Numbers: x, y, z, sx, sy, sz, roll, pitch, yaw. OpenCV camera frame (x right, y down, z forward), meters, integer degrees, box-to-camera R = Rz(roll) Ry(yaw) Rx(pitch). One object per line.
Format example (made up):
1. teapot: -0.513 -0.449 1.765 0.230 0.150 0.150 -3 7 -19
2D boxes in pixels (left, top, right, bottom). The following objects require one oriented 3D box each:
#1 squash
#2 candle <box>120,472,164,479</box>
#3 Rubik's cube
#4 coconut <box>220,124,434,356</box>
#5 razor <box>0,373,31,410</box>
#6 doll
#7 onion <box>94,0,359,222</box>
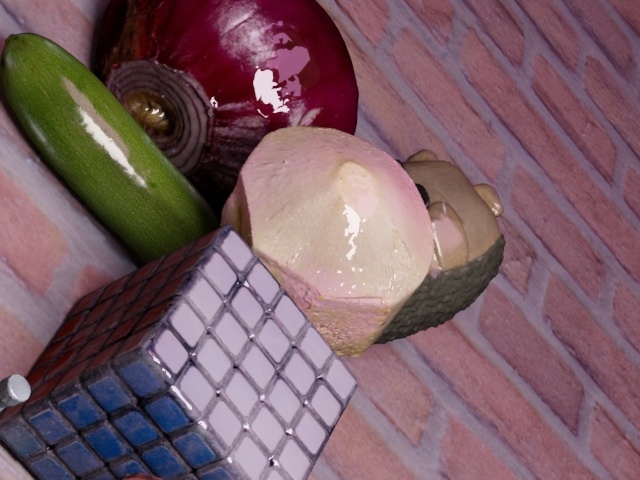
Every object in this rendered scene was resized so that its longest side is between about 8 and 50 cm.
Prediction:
1. squash: -0.219 -0.072 1.971 0.395 0.107 0.107 50 37 -21
2. candle: -0.126 0.379 1.659 0.131 0.287 0.317 -36 101 -50
3. Rubik's cube: -0.143 0.168 1.803 0.237 0.237 0.238 53 37 -17
4. coconut: 0.000 0.000 1.910 0.233 0.245 0.233 6 59 -10
5. razor: -0.339 0.168 1.550 0.068 0.232 0.106 10 62 -53
6. doll: 0.076 0.010 2.202 0.349 0.247 0.247 -30 93 -42
7. onion: -0.099 -0.195 2.082 0.282 0.260 0.337 -16 82 -50
